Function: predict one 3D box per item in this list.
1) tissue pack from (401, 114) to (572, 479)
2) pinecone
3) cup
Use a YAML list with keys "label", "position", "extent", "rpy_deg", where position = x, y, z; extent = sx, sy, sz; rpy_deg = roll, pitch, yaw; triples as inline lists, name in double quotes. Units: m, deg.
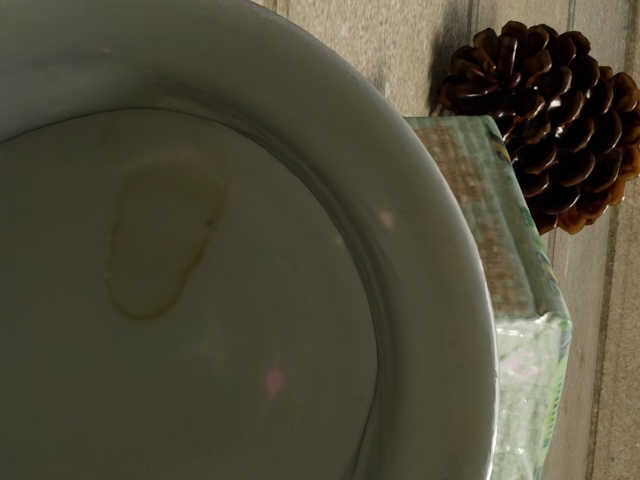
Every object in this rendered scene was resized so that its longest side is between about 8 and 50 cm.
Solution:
- label: "tissue pack"
  position: [0.129, 0.058, 1.429]
  extent: [0.311, 0.128, 0.228]
  rpy_deg: [-103, -165, -50]
- label: "pinecone"
  position: [0.242, -0.138, 1.779]
  extent: [0.292, 0.246, 0.246]
  rpy_deg: [30, 67, -52]
- label: "cup"
  position: [-0.095, 0.056, 0.708]
  extent: [0.163, 0.347, 0.347]
  rpy_deg: [-37, 133, -86]
